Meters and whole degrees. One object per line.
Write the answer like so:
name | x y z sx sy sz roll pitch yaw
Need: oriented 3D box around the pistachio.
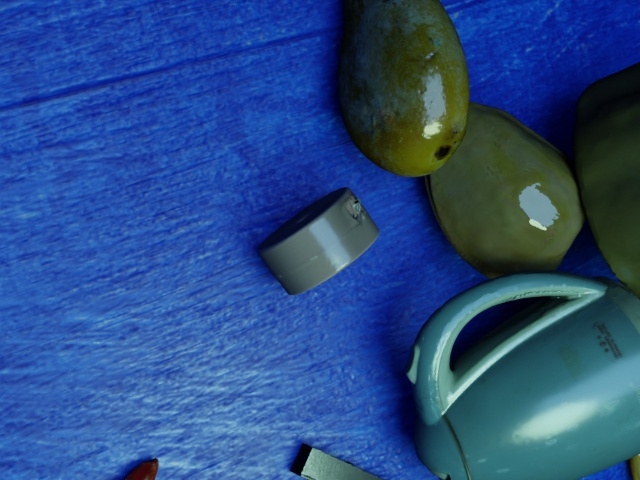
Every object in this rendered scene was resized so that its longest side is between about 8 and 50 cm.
pistachio | 0.249 -0.067 1.352 0.260 0.163 0.213 38 71 0

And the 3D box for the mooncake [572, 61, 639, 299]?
mooncake | 0.533 -0.087 1.363 0.378 0.200 0.378 21 60 -40

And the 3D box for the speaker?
speaker | 0.054 0.338 1.327 0.191 0.040 0.046 28 78 -18

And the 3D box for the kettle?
kettle | 0.275 0.192 1.312 0.342 0.247 0.319 -22 106 -10

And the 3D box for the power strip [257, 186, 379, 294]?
power strip | 0.000 0.000 1.255 0.154 0.154 0.078 -37 99 -18

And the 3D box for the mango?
mango | 0.103 -0.238 1.291 0.146 0.193 0.316 5 67 -43

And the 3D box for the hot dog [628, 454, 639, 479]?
hot dog | 0.521 0.265 1.472 0.072 0.115 0.269 -9 94 -44

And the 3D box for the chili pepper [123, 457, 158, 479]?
chili pepper | -0.269 0.397 1.192 0.063 0.071 0.272 14 75 19
